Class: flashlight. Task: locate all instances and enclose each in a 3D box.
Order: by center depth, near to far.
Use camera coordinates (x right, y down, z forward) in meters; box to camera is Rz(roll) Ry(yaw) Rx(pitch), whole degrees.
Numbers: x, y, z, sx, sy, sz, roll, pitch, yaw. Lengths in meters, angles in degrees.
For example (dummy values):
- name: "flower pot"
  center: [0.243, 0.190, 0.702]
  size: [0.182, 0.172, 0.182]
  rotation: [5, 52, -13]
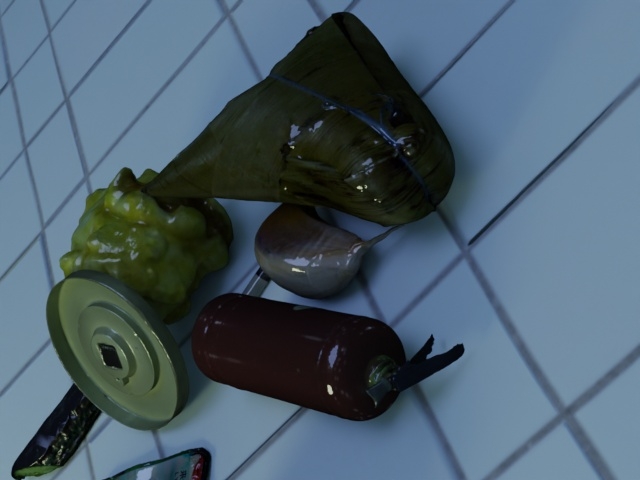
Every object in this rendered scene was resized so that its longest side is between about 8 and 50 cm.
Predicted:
- name: "flashlight"
  center: [-0.091, 0.070, 1.559]
  size: [0.083, 0.018, 0.018]
  rotation: [-56, 36, 4]

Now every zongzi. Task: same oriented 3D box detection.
- name: "zongzi"
  center: [-0.040, -0.081, 1.431]
  size: [0.360, 0.160, 0.323]
  rotation: [-31, 38, 4]

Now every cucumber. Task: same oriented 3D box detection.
- name: "cucumber"
  center: [-0.371, 0.275, 1.725]
  size: [0.220, 0.046, 0.070]
  rotation: [-55, 46, 6]

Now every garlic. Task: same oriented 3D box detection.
- name: "garlic"
  center: [0.000, 0.008, 1.449]
  size: [0.129, 0.090, 0.198]
  rotation: [-53, 32, -14]

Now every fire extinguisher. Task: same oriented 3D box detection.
- name: "fire extinguisher"
  center: [0.000, 0.127, 1.350]
  size: [0.135, 0.114, 0.337]
  rotation: [-37, 27, -30]

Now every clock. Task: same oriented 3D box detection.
- name: "clock"
  center: [-0.266, 0.144, 1.560]
  size: [0.235, 0.235, 0.029]
  rotation: [-9, 23, 45]

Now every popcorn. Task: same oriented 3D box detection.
- name: "popcorn"
  center: [-0.246, 0.008, 1.639]
  size: [0.255, 0.195, 0.256]
  rotation: [-39, 23, 17]

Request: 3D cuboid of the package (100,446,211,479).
- name: "package"
  center: [-0.232, 0.357, 1.517]
  size: [0.232, 0.040, 0.166]
  rotation: [-23, 50, 36]
